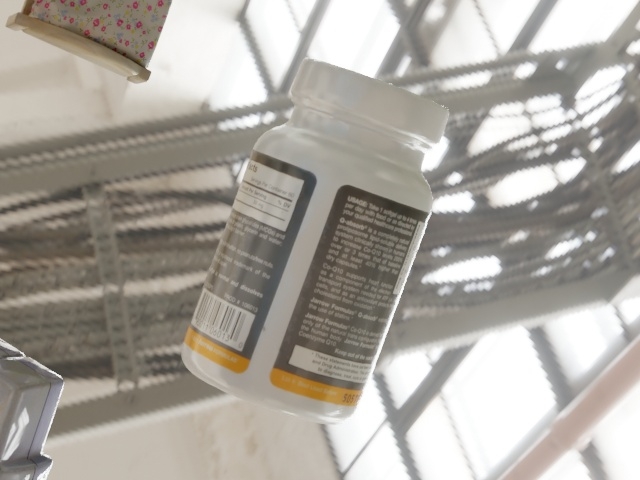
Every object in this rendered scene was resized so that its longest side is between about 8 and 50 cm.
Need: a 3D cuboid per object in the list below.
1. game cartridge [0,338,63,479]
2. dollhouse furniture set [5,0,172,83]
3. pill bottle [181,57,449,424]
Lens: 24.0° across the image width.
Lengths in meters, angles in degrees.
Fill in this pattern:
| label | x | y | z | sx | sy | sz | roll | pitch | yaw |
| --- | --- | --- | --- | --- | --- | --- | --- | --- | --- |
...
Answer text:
| label | x | y | z | sx | sy | sz | roll | pitch | yaw |
| --- | --- | --- | --- | --- | --- | --- | --- | --- | --- |
| game cartridge | -0.310 | 0.206 | 1.020 | 0.230 | 0.355 | 0.068 | 26 | -166 | 23 |
| dollhouse furniture set | -0.213 | -0.222 | 1.343 | 0.355 | 0.174 | 0.303 | 21 | -96 | -23 |
| pill bottle | 0.000 | 0.000 | 1.259 | 0.162 | 0.162 | 0.278 | 20 | -87 | -7 |
